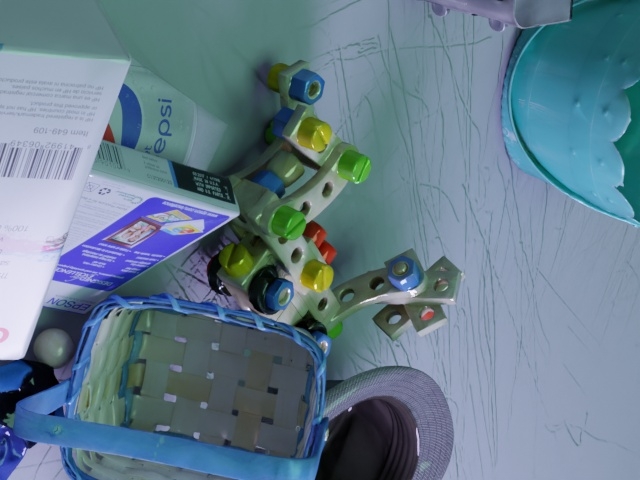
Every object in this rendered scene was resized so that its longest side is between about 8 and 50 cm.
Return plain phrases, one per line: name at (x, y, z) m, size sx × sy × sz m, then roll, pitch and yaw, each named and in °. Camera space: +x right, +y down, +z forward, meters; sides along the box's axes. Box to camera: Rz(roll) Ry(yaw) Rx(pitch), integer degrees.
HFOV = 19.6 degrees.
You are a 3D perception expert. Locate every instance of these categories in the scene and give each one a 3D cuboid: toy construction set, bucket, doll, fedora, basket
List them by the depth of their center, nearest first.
basket at (-0.109, 0.154, 1.628) m, size 0.289 × 0.255 × 0.201 m, roll -13°, pitch 115°, yaw -80°
doll at (-0.277, 0.159, 1.639) m, size 0.189 × 0.046 × 0.129 m, roll -57°, pitch 142°, yaw -15°
toy construction set at (0.000, 0.000, 1.833) m, size 0.215 × 0.151 × 0.327 m, roll -55°, pitch 129°, yaw -18°
fedora at (-0.003, 0.232, 1.938) m, size 0.275 × 0.124 × 0.243 m, roll -44°, pitch 134°, yaw -16°
bucket at (0.350, -0.165, 2.137) m, size 0.281 × 0.183 × 0.281 m, roll -24°, pitch 123°, yaw -43°

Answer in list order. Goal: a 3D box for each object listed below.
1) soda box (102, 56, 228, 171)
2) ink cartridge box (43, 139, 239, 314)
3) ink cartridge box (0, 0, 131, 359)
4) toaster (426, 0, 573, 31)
soda box at (-0.205, -0.124, 1.555) m, size 0.286 × 0.098 × 0.091 m, roll 34°, pitch 80°, yaw -52°
ink cartridge box at (-0.212, -0.011, 1.560) m, size 0.206 × 0.208 × 0.045 m, roll 15°, pitch 51°, yaw -48°
ink cartridge box at (-0.288, -0.076, 1.294) m, size 0.198 × 0.197 × 0.270 m, roll 2°, pitch 128°, yaw -32°
toaster at (0.172, -0.312, 1.866) m, size 0.110 × 0.168 × 0.185 m, roll -22°, pitch 123°, yaw -42°
